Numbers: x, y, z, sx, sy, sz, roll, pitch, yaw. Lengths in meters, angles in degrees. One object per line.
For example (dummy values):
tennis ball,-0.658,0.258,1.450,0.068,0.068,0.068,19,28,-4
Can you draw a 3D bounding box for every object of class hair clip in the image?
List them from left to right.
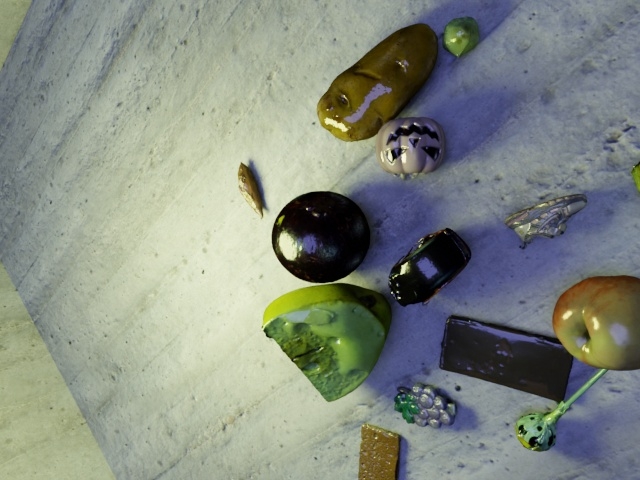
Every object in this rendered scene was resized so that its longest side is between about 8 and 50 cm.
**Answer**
hair clip,0.299,0.473,1.208,0.196,0.052,0.123,-13,80,36

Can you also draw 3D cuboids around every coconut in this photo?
coconut,0.347,-0.504,1.042,0.088,0.088,0.095,1,88,28

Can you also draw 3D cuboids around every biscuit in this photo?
biscuit,0.181,0.690,1.299,0.131,0.025,0.230,8,100,28

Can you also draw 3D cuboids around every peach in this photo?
peach,0.640,0.173,0.907,0.233,0.233,0.232,3,97,27

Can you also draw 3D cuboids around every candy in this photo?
candy,0.577,0.398,1.002,0.091,0.083,0.305,20,119,-5

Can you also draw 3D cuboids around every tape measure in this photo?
tape measure,0.277,0.065,1.078,0.135,0.202,0.223,49,120,11

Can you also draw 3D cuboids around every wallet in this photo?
wallet,0.473,0.302,1.092,0.310,0.042,0.165,10,101,26

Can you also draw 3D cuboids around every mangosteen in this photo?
mangosteen,0.000,0.000,1.189,0.289,0.288,0.287,3,97,27

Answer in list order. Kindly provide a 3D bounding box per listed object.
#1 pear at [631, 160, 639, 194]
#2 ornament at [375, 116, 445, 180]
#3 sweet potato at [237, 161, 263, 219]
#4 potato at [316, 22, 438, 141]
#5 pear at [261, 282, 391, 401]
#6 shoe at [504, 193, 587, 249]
pear,0.740,-0.063,0.800,0.164,0.238,0.255,-14,87,22
ornament,0.232,-0.234,1.083,0.178,0.178,0.177,3,97,27
sweet potato,-0.236,-0.165,1.397,0.060,0.068,0.205,-27,89,52
potato,0.158,-0.415,1.117,0.369,0.195,0.176,-40,113,17
pear,0.049,0.239,1.195,0.318,0.238,0.342,-30,113,12
shoe,0.538,-0.045,0.992,0.180,0.089,0.092,-23,84,30
